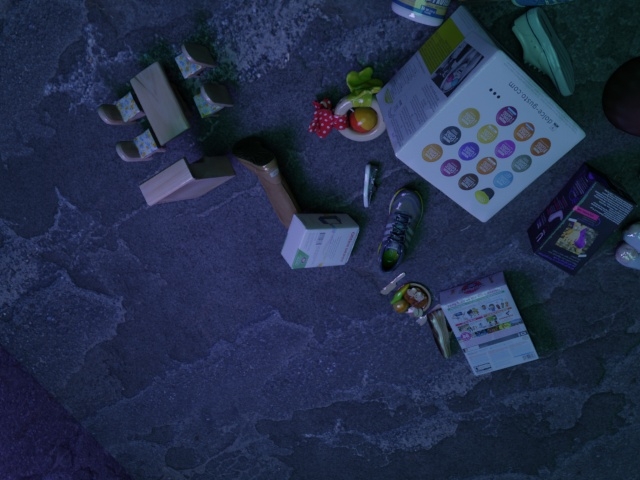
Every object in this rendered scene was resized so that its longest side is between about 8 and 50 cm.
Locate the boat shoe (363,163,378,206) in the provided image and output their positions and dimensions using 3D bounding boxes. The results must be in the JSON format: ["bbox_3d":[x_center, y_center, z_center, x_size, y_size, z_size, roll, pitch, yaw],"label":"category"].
[{"bbox_3d":[0.158,-0.170,1.904,0.040,0.049,0.142,6,114,9],"label":"boat shoe"}]

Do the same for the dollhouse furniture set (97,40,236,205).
[{"bbox_3d":[-0.452,-0.324,1.783,0.362,0.256,0.394,-26,89,23],"label":"dollhouse furniture set"}]

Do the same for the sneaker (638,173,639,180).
[{"bbox_3d":[1.059,-0.188,1.664,0.295,0.124,0.179,20,128,3],"label":"sneaker"}]

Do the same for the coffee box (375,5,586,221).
[{"bbox_3d":[0.388,-0.322,1.560,0.337,0.338,0.334,32,118,-26],"label":"coffee box"}]

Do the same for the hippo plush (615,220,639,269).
[{"bbox_3d":[0.990,0.072,1.734,0.234,0.237,0.294,-1,115,12],"label":"hippo plush"}]

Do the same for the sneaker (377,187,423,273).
[{"bbox_3d":[0.250,-0.021,1.914,0.111,0.121,0.300,13,118,5],"label":"sneaker"}]

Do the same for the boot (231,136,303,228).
[{"bbox_3d":[-0.164,-0.175,1.930,0.089,0.236,0.270,-35,131,-10],"label":"boot"}]

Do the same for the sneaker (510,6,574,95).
[{"bbox_3d":[0.599,-0.498,1.636,0.091,0.094,0.258,-14,116,47],"label":"sneaker"}]

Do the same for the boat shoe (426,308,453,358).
[{"bbox_3d":[0.425,0.320,2.079,0.072,0.068,0.190,-23,116,-4],"label":"boat shoe"}]

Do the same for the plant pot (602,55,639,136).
[{"bbox_3d":[0.863,-0.347,1.561,0.215,0.230,0.216,5,117,10],"label":"plant pot"}]

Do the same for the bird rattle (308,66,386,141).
[{"bbox_3d":[0.098,-0.365,1.782,0.207,0.143,0.253,35,122,-24],"label":"bird rattle"}]

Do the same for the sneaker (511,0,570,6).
[{"bbox_3d":[0.591,-0.641,1.543,0.211,0.081,0.080,-11,117,6],"label":"sneaker"}]

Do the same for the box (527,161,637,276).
[{"bbox_3d":[0.748,-0.061,1.762,0.143,0.165,0.270,30,118,-4],"label":"box"}]

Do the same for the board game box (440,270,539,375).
[{"bbox_3d":[0.556,0.279,2.011,0.224,0.097,0.303,-21,111,20],"label":"board game box"}]

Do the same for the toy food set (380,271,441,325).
[{"bbox_3d":[0.309,0.205,2.059,0.192,0.038,0.132,39,117,-8],"label":"toy food set"}]

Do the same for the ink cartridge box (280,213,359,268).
[{"bbox_3d":[0.000,0.000,1.933,0.212,0.093,0.154,-2,126,-34],"label":"ink cartridge box"}]

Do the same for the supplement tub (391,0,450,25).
[{"bbox_3d":[0.276,-0.666,1.550,0.144,0.144,0.200,20,119,2],"label":"supplement tub"}]
